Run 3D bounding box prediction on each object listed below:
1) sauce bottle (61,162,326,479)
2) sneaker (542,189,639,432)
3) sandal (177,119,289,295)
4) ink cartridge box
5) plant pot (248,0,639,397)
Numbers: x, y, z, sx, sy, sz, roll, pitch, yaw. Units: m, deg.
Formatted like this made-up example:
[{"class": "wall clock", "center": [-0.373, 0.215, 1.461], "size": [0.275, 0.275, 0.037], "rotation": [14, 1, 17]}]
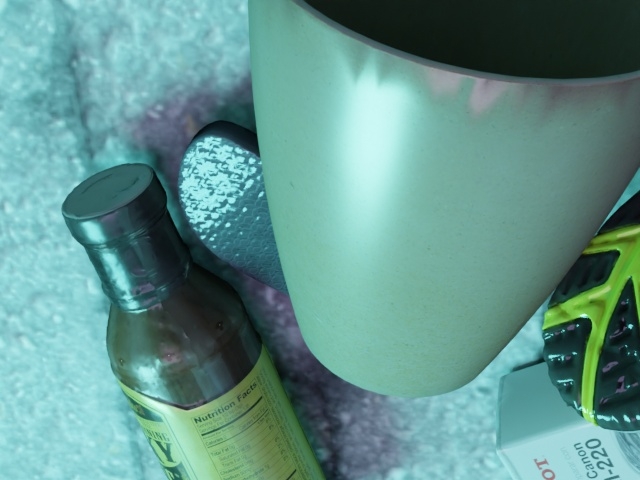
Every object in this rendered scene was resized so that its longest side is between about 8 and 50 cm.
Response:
[{"class": "sauce bottle", "center": [-0.088, 0.102, 1.086], "size": [0.111, 0.111, 0.344], "rotation": [-13, 119, 17]}, {"class": "sneaker", "center": [0.291, -0.042, 0.910], "size": [0.384, 0.145, 0.147], "rotation": [-48, 150, 12]}, {"class": "sandal", "center": [0.000, 0.001, 1.044], "size": [0.097, 0.054, 0.254], "rotation": [-32, 123, 34]}, {"class": "ink cartridge box", "center": [0.255, 0.147, 1.069], "size": [0.218, 0.092, 0.158], "rotation": [-21, 118, 23]}, {"class": "plant pot", "center": [0.070, -0.047, 0.877], "size": [0.256, 0.256, 0.274], "rotation": [11, 127, 2]}]
